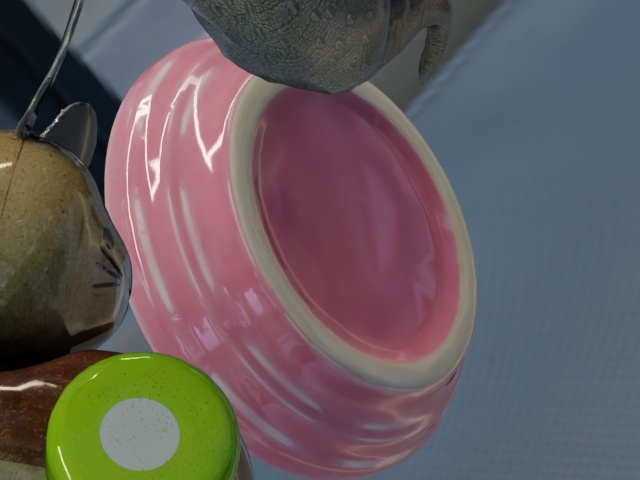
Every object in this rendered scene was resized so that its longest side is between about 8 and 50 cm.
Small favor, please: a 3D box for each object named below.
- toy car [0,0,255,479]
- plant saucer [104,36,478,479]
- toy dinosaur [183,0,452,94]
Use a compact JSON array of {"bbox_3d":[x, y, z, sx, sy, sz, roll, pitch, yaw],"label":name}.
[{"bbox_3d":[-0.085,0.020,0.586,0.155,0.149,0.188,106,174,-61],"label":"toy car"},{"bbox_3d":[0.000,0.000,1.315,0.084,0.332,0.332,-26,24,37],"label":"plant saucer"},{"bbox_3d":[-0.024,-0.122,0.650,0.121,0.313,0.160,-9,56,6],"label":"toy dinosaur"}]
